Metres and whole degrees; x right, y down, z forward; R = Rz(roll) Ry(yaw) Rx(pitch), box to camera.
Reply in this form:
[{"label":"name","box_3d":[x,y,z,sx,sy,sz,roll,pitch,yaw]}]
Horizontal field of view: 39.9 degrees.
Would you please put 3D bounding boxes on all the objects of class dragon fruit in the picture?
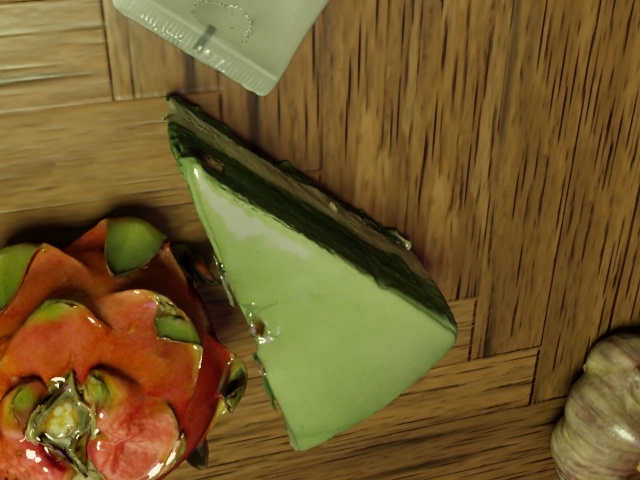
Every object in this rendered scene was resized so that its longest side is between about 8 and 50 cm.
[{"label":"dragon fruit","box_3d":[-0.169,0.099,0.674,0.224,0.227,0.224,-13,123,-21]}]

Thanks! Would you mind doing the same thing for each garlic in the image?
[{"label":"garlic","box_3d":[0.374,0.207,0.964,0.244,0.160,0.245,-11,117,-21]}]

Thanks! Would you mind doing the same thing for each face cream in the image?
[{"label":"face cream","box_3d":[-0.002,-0.244,0.603,0.143,0.089,0.314,27,117,-32]}]

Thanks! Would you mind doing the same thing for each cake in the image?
[{"label":"cake","box_3d":[-0.003,-0.004,0.709,0.172,0.158,0.284,-23,122,-5]}]
